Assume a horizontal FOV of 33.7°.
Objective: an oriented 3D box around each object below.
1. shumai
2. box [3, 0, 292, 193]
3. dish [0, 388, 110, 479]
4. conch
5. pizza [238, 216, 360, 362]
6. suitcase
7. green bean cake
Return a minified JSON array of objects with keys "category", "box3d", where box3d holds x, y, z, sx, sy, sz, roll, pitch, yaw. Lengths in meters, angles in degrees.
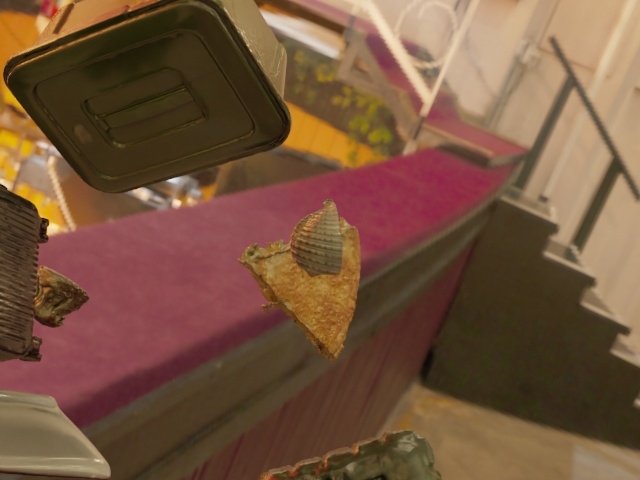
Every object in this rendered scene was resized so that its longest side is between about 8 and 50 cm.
[{"category":"shumai","box3d":[-0.458,0.104,1.812,0.099,0.087,0.124,30,-14,0]},{"category":"box","box3d":[-0.215,-0.225,1.394,0.177,0.329,0.252,-83,150,-43]},{"category":"dish","box3d":[-0.334,0.174,0.984,0.243,0.080,0.182,-4,-15,38]},{"category":"conch","box3d":[-0.004,0.002,1.136,0.057,0.085,0.076,-13,24,-14]},{"category":"pizza","box3d":[-0.041,0.058,1.961,0.288,0.279,0.075,25,-17,-37]},{"category":"suitcase","box3d":[-0.411,0.021,1.091,0.128,0.202,0.312,-8,-19,20]},{"category":"green bean cake","box3d":[0.069,0.479,1.695,0.308,0.300,0.169,-18,-8,-3]}]
